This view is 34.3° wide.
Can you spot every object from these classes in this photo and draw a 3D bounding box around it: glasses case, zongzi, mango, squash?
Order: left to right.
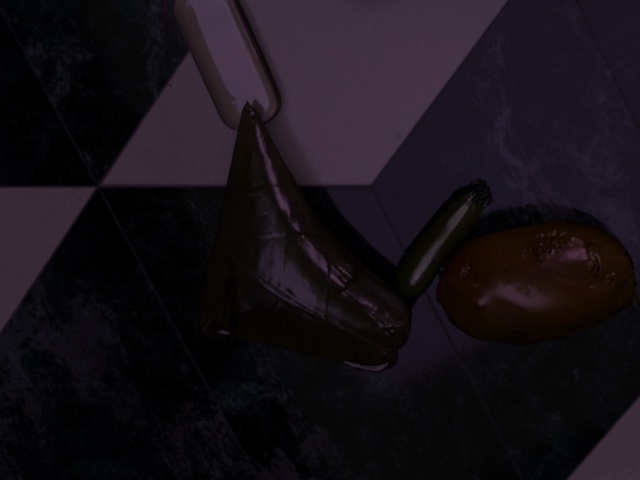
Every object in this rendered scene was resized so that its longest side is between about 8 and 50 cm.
[{"bbox_3d":[-0.118,-0.236,1.327,0.083,0.050,0.196,-22,97,9],"label":"glasses case"},{"bbox_3d":[0.000,0.000,1.306,0.274,0.145,0.299,14,104,4],"label":"zongzi"},{"bbox_3d":[0.154,0.001,1.334,0.052,0.052,0.183,36,105,0],"label":"squash"},{"bbox_3d":[0.270,0.059,1.292,0.249,0.151,0.156,-6,137,0],"label":"mango"}]
